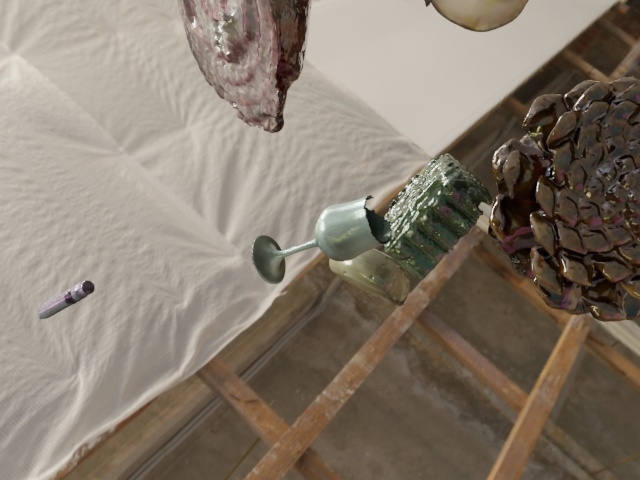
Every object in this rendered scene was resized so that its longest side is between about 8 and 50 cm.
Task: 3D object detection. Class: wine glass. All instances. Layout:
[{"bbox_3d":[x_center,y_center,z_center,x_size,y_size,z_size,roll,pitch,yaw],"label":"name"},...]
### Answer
[{"bbox_3d":[0.000,0.000,0.872,0.079,0.195,0.079,33,-133,-45],"label":"wine glass"}]

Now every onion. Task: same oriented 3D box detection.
[{"bbox_3d":[-0.086,-0.296,0.810,0.146,0.280,0.314,-28,-143,-23],"label":"onion"}]

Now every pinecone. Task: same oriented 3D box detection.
[{"bbox_3d":[0.411,-0.054,0.972,0.384,0.384,0.384,15,-135,-16],"label":"pinecone"}]

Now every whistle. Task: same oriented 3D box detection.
[{"bbox_3d":[-0.512,0.119,1.263,0.033,0.176,0.033,31,-134,-39],"label":"whistle"}]

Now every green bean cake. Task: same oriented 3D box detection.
[{"bbox_3d":[0.179,-0.046,1.030,0.094,0.181,0.173,38,-161,-9],"label":"green bean cake"}]

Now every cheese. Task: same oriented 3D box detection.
[{"bbox_3d":[0.104,0.066,1.441,0.202,0.091,0.175,25,172,38],"label":"cheese"}]

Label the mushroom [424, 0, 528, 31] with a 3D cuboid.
[{"bbox_3d":[0.152,-0.286,0.404,0.156,0.286,0.151,26,-120,4],"label":"mushroom"}]
